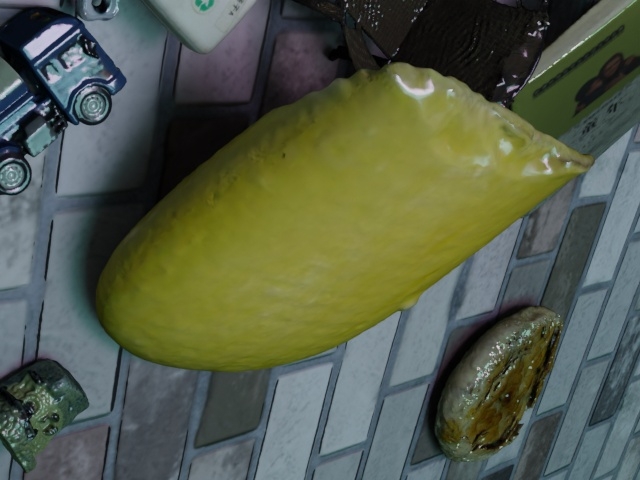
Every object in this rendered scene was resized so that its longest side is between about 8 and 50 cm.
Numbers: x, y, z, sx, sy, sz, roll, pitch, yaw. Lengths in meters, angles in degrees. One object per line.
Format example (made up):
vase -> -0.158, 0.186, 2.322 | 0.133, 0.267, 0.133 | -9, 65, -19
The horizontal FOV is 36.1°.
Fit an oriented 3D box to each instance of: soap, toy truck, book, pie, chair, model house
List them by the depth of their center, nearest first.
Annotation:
toy truck -> -0.241, -0.083, 0.697 | 0.201, 0.074, 0.088 | -43, 130, -15
chair -> 0.073, -0.199, 0.826 | 0.174, 0.213, 0.149 | -57, 146, -2
model house -> -0.242, 0.144, 0.844 | 0.083, 0.066, 0.079 | -37, 138, -24
soap -> -0.001, -0.003, 0.847 | 0.427, 0.115, 0.306 | -37, 149, 30
book -> 0.308, -0.162, 1.117 | 0.239, 0.035, 0.352 | -40, 158, -4
pie -> 0.258, 0.210, 1.404 | 0.274, 0.055, 0.274 | -31, 139, -31

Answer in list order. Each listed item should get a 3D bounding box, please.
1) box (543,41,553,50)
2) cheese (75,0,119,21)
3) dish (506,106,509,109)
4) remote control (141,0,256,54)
box -> 0.274, -0.182, 1.170 | 0.105, 0.037, 0.106 | -25, 131, -32
cheese -> -0.155, -0.242, 0.688 | 0.092, 0.047, 0.171 | 12, 107, -48
dish -> 0.114, -0.124, 1.004 | 0.224, 0.078, 0.246 | -57, 149, -1
remote control -> -0.112, -0.222, 0.669 | 0.090, 0.049, 0.230 | -52, 145, -5
